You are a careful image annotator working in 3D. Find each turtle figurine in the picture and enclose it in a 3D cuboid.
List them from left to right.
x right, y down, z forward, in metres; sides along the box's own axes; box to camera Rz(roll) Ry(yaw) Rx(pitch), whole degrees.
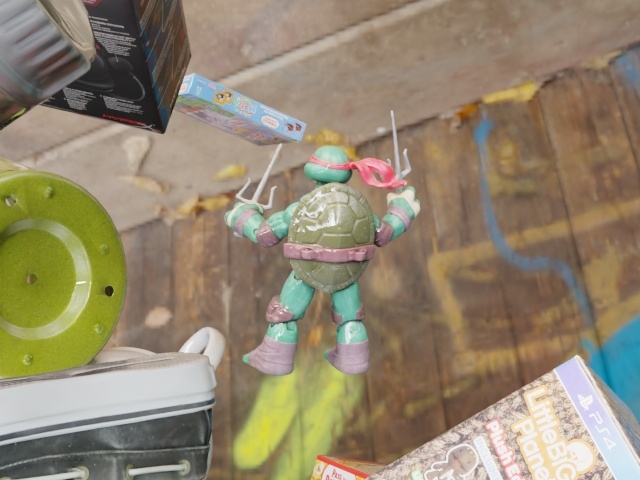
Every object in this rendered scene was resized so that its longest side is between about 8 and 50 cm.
[{"bbox_3d":[0.000,0.000,0.939,0.175,0.118,0.234,6,101,-1],"label":"turtle figurine"}]

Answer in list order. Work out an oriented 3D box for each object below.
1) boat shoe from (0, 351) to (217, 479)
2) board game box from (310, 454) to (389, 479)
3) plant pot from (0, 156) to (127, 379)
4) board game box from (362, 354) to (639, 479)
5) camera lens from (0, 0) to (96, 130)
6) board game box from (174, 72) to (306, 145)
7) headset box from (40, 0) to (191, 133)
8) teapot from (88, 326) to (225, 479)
[{"bbox_3d":[-0.213,0.158,0.754,0.335,0.119,0.121,-5,178,-35],"label":"boat shoe"},{"bbox_3d":[0.105,0.331,1.383,0.193,0.045,0.146,11,175,46],"label":"board game box"},{"bbox_3d":[-0.421,0.042,1.277,0.353,0.367,0.366,-1,156,46],"label":"plant pot"},{"bbox_3d":[0.203,0.277,1.100,0.291,0.141,0.232,-32,147,12],"label":"board game box"},{"bbox_3d":[-0.288,-0.123,0.564,0.274,0.219,0.219,-27,142,3],"label":"camera lens"},{"bbox_3d":[-0.151,-0.213,1.764,0.211,0.039,0.160,20,172,-28],"label":"board game box"},{"bbox_3d":[-0.252,-0.236,1.023,0.218,0.110,0.293,13,159,5],"label":"headset box"},{"bbox_3d":[-0.236,0.219,1.328,0.256,0.187,0.253,7,134,12],"label":"teapot"}]
